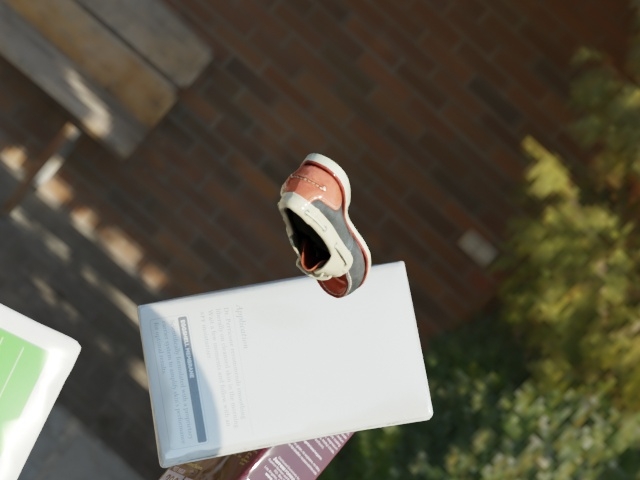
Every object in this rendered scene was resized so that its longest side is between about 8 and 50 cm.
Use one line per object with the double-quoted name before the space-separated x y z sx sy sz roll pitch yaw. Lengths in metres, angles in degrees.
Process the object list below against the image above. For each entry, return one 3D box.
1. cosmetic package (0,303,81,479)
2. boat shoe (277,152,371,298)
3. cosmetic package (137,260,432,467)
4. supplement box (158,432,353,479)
"cosmetic package" -0.356 0.063 1.002 0.365 0.197 0.155 28 -11 -22
"boat shoe" 0.000 0.000 1.106 0.049 0.043 0.137 21 -28 21
"cosmetic package" -0.037 0.107 1.476 0.224 0.224 0.138 136 -54 -82
"supplement box" -0.048 0.196 1.719 0.073 0.239 0.130 50 -21 -26
